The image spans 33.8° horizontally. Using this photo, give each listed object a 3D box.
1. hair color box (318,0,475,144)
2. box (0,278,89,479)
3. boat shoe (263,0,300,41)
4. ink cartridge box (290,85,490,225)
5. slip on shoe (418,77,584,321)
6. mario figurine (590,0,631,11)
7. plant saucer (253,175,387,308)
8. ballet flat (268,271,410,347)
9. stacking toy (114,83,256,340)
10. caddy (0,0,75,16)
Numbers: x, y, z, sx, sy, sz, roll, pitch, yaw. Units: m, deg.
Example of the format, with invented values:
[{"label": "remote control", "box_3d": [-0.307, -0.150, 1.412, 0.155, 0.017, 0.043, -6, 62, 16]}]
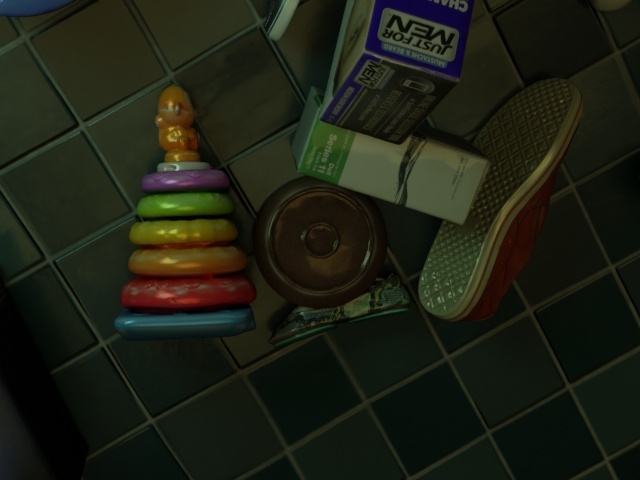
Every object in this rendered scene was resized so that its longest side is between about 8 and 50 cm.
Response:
[{"label": "hair color box", "box_3d": [0.099, -0.295, 1.117, 0.110, 0.185, 0.339, 14, 72, -10]}, {"label": "box", "box_3d": [-0.478, 0.223, 1.258, 0.296, 0.183, 0.294, -23, 106, 0]}, {"label": "boat shoe", "box_3d": [-0.050, -0.330, 1.229, 0.083, 0.065, 0.183, 19, 95, -8]}, {"label": "ink cartridge box", "box_3d": [0.078, -0.102, 1.249, 0.208, 0.153, 0.087, 17, 104, -9]}, {"label": "slip on shoe", "box_3d": [0.234, -0.047, 1.312, 0.101, 0.123, 0.331, 20, 97, -43]}, {"label": "mario figurine", "box_3d": [0.390, -0.397, 1.248, 0.320, 0.170, 0.198, 46, 59, -24]}, {"label": "plant saucer", "box_3d": [0.000, 0.000, 1.303, 0.168, 0.029, 0.169, 0, 85, -1]}, {"label": "ballet flat", "box_3d": [0.019, 0.084, 1.343, 0.188, 0.070, 0.070, -15, 105, -4]}, {"label": "stacking toy", "box_3d": [-0.163, -0.036, 1.259, 0.165, 0.175, 0.302, -2, 90, -6]}, {"label": "caddy", "box_3d": [-0.335, -0.412, 1.117, 0.241, 0.179, 0.341, -12, 105, -2]}]
